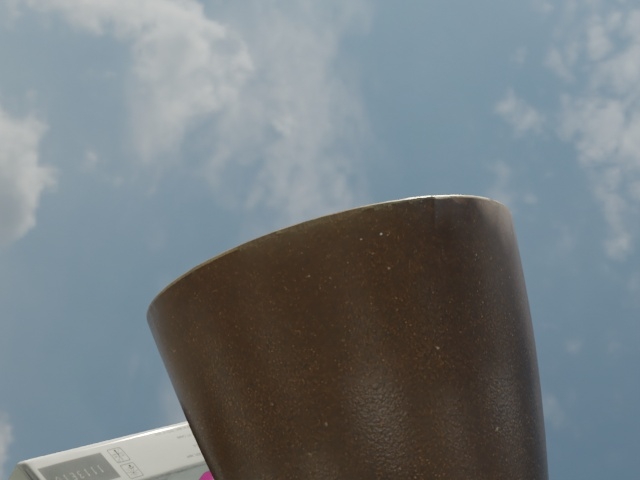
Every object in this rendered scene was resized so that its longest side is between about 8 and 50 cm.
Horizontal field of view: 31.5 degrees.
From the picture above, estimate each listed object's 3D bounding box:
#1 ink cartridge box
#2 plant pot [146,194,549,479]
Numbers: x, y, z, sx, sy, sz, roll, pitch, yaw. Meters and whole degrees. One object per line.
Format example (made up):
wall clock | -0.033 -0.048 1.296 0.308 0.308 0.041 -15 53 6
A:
ink cartridge box | -0.203 0.280 1.049 0.060 0.275 0.239 42 -66 27
plant pot | 0.036 0.124 0.618 0.215 0.215 0.230 -30 -112 40
